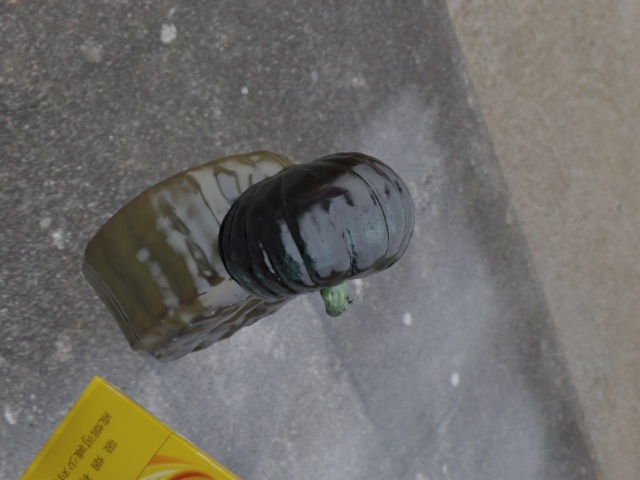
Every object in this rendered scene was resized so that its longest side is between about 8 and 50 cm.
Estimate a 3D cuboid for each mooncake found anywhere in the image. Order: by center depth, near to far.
[{"bbox_3d":[-0.124,0.026,1.027,0.290,0.290,0.161,-15,70,-51],"label":"mooncake"}]

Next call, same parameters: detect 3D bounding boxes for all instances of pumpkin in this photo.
[{"bbox_3d":[-0.004,-0.013,0.826,0.194,0.194,0.150,-4,57,-51],"label":"pumpkin"}]

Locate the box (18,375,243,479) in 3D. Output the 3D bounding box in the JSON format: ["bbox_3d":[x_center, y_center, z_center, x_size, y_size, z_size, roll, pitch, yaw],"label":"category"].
[{"bbox_3d":[-0.119,0.227,0.621,0.152,0.269,0.043,-57,147,-12],"label":"box"}]
